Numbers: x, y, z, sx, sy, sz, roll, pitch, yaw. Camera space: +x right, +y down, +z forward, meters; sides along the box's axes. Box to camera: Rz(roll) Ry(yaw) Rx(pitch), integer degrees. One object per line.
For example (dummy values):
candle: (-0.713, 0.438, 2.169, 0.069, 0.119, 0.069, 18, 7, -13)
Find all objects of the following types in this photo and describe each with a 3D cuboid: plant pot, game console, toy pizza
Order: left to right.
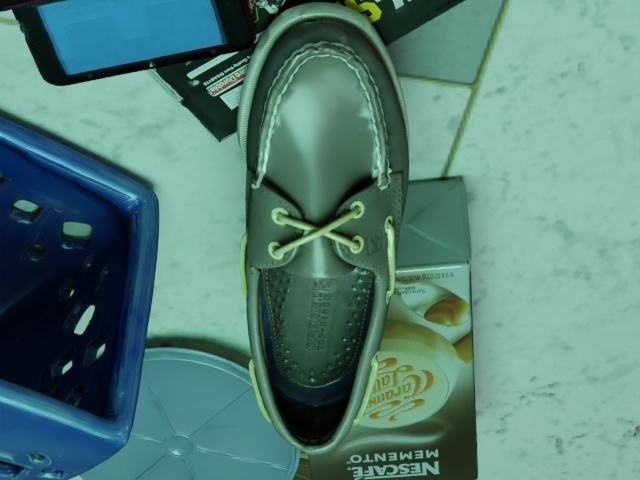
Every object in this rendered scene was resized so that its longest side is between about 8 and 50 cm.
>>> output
plant pot: (-0.271, 0.060, 1.271, 0.236, 0.236, 0.212, 26, 134, -25)
game console: (-0.120, -0.132, 1.091, 0.144, 0.124, 0.085, -11, 107, 6)
toy pizza: (-0.116, 0.161, 1.498, 0.201, 0.032, 0.201, 3, 127, 4)

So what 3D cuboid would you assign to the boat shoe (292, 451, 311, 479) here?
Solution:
boat shoe: (0.008, 0.238, 1.575, 0.178, 0.060, 0.064, 32, 124, -30)

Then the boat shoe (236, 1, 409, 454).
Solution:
boat shoe: (0.000, 0.000, 1.199, 0.116, 0.097, 0.324, 2, 127, -3)

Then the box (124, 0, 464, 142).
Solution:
box: (-0.015, -0.230, 1.111, 0.322, 0.079, 0.257, -29, 131, 22)

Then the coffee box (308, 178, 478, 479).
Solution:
coffee box: (0.051, 0.079, 1.397, 0.141, 0.098, 0.246, -5, 134, 3)
